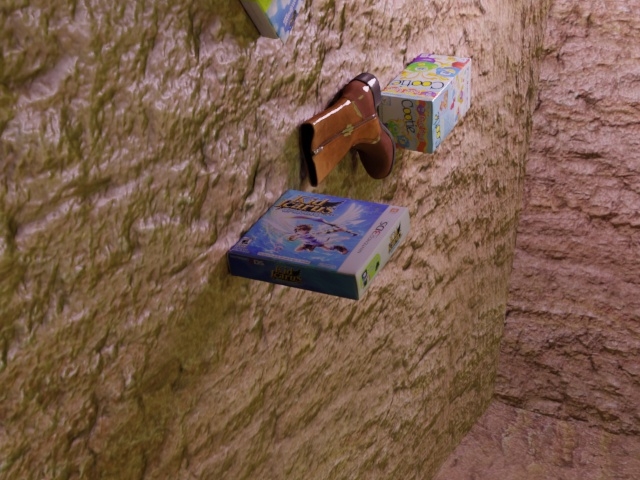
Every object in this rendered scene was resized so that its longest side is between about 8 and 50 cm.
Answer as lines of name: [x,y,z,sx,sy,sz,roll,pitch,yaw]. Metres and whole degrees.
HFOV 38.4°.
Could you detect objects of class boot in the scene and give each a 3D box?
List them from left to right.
boot: [0.064,-0.195,1.997,0.280,0.096,0.264,-50,144,-44]

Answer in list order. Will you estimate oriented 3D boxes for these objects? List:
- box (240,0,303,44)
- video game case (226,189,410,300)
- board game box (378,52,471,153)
box: [-0.092,-0.439,1.612,0.109,0.042,0.178,-69,154,-17]
video game case: [0.000,0.000,1.739,0.244,0.269,0.061,-49,140,-48]
board game box: [0.264,-0.347,2.297,0.275,0.142,0.144,-48,143,-48]
